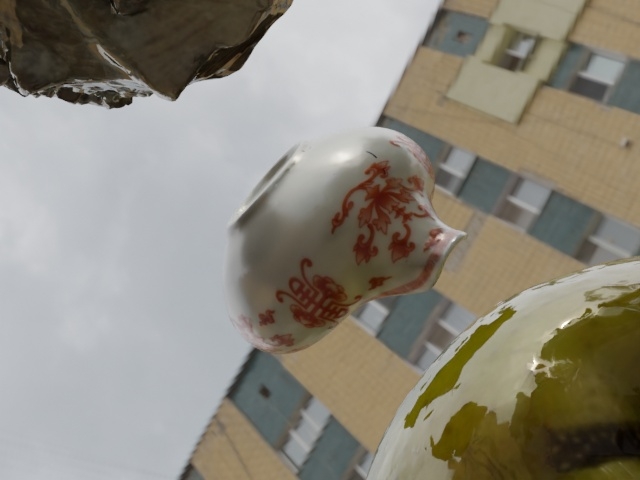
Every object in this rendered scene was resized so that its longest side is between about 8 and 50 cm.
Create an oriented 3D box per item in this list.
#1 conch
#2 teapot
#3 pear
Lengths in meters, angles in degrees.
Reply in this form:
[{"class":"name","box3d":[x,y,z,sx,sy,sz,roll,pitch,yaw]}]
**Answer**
[{"class":"conch","box3d":[-0.085,-0.139,0.456,0.163,0.245,0.178,-14,-78,4]},{"class":"teapot","box3d":[0.000,0.000,0.793,0.116,0.245,0.159,28,-101,-9]},{"class":"pear","box3d":[0.192,0.184,0.653,0.362,0.362,0.418,-32,-38,-12]}]
